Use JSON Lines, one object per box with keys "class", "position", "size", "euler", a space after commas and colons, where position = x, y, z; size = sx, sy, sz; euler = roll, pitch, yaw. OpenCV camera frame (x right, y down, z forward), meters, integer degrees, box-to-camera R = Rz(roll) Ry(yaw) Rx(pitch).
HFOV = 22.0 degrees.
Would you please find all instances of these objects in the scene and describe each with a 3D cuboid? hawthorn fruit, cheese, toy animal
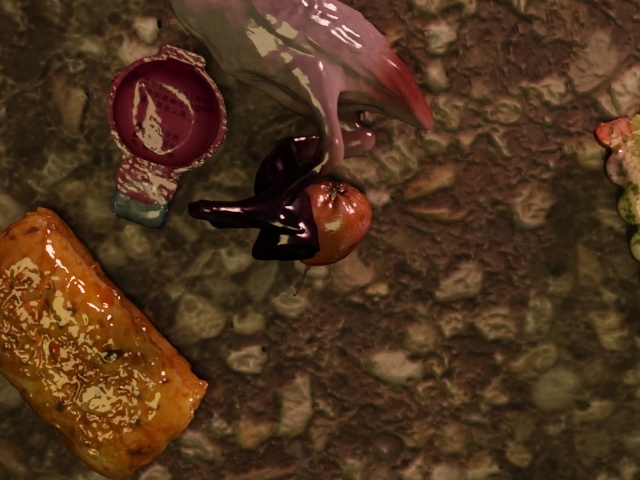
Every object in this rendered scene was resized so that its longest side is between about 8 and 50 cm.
{"class": "hawthorn fruit", "position": [0.000, 0.000, 1.248], "size": [0.067, 0.066, 0.103], "euler": [15, 126, 0]}
{"class": "cheese", "position": [-0.121, -0.077, 1.245], "size": [0.095, 0.038, 0.145], "euler": [19, 111, 1]}
{"class": "toy animal", "position": [-0.042, -0.149, 1.186], "size": [0.195, 0.090, 0.324], "euler": [-20, 83, -19]}

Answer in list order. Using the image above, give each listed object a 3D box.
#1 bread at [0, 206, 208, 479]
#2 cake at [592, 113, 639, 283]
{"class": "bread", "position": [-0.188, 0.082, 1.268], "size": [0.114, 0.083, 0.211], "euler": [-41, 99, 8]}
{"class": "cake", "position": [0.287, 0.003, 1.234], "size": [0.109, 0.090, 0.225], "euler": [-16, 83, 10]}
